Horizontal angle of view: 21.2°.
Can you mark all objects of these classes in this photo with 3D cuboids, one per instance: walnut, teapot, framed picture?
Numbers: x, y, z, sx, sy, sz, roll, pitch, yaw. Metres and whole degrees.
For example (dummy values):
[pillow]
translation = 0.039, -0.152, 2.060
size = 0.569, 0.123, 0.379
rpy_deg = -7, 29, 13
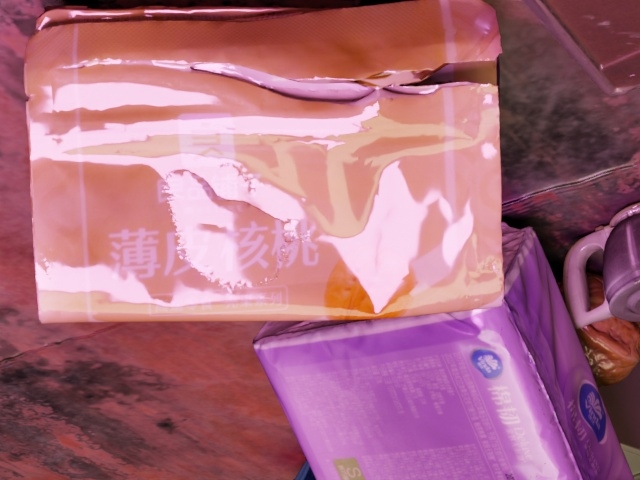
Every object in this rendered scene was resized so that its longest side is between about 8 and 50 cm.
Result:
[walnut]
translation = 0.240, 0.081, 1.549
size = 0.105, 0.105, 0.124
rpy_deg = -23, 145, 32
[teapot]
translation = 0.264, 0.016, 1.444
size = 0.124, 0.090, 0.092
rpy_deg = -12, 150, 4
[framed picture]
translation = 0.285, -0.151, 1.088
size = 0.281, 0.019, 0.209
rpy_deg = -7, 162, 24

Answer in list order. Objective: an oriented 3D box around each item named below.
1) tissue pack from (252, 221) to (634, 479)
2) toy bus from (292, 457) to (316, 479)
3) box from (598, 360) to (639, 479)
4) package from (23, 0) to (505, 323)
[tissue pack]
translation = 0.121, 0.169, 1.479
size = 0.242, 0.160, 0.338
rpy_deg = -12, 113, 30
[toy bus]
translation = 0.070, 0.316, 1.813
size = 0.128, 0.147, 0.256
rpy_deg = 23, -175, -37
[box]
translation = 0.195, 0.179, 1.705
size = 0.225, 0.117, 0.225
rpy_deg = 21, 144, -38
[package]
translation = -0.035, -0.071, 1.132
size = 0.311, 0.221, 0.165
rpy_deg = -1, 148, -2
